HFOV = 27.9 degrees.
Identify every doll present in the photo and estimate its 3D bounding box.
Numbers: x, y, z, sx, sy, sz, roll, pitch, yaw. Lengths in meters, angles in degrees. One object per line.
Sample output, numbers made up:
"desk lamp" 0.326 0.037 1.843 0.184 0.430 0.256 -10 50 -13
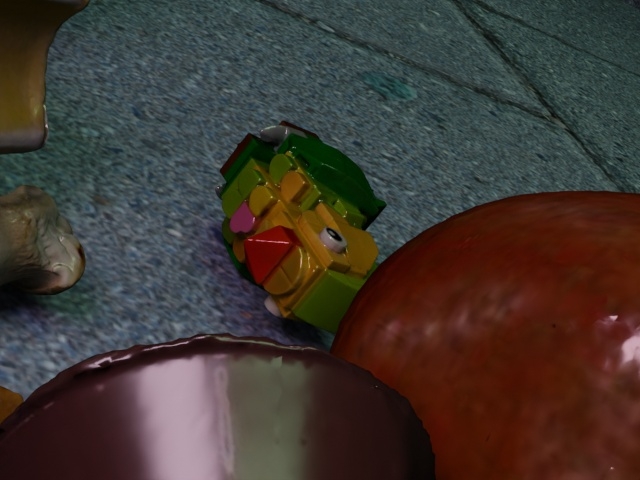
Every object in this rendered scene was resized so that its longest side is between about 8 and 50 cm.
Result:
"doll" -0.007 -0.005 0.907 0.134 0.106 0.186 34 21 -20

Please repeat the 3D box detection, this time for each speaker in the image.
"speaker" 0.022 0.204 0.418 0.259 0.198 0.329 -3 41 -18

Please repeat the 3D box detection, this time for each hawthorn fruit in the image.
"hawthorn fruit" 0.140 0.104 0.641 0.295 0.295 0.311 8 35 -42

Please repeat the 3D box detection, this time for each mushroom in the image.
"mushroom" -0.221 -0.006 0.669 0.225 0.093 0.116 -1 16 -43

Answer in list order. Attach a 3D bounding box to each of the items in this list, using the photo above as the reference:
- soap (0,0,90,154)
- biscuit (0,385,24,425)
"soap" -0.344 -0.163 0.713 0.293 0.156 0.335 27 17 33
"biscuit" -0.170 0.075 0.527 0.224 0.144 0.033 24 66 -17
